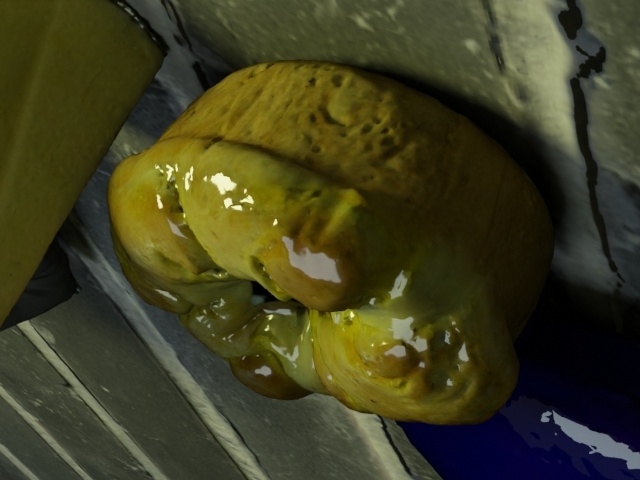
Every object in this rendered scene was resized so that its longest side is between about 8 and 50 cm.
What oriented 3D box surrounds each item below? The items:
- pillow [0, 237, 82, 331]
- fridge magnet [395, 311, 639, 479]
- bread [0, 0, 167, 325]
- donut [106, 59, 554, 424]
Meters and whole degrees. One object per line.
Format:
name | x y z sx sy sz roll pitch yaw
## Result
pillow | -0.319 0.005 1.114 0.101 0.228 0.326 61 169 20
fridge magnet | 0.164 0.137 0.887 0.265 0.112 0.265 27 158 12
bread | -0.232 -0.050 0.820 0.163 0.264 0.168 41 151 -28
donut | 0.000 0.000 0.790 0.208 0.128 0.261 45 156 -28
